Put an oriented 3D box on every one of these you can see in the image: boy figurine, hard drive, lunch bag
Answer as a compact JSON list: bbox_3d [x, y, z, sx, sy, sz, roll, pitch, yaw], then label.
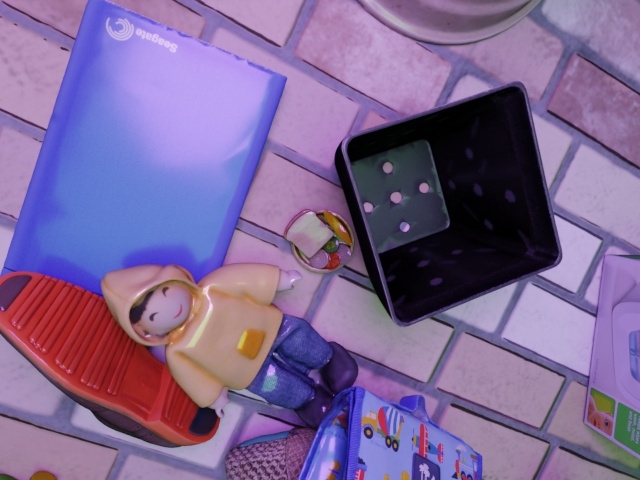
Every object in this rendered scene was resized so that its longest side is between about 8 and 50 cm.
[{"bbox_3d":[-0.087,0.097,0.513,0.285,0.092,0.177,38,83,-31],"label":"boy figurine"},{"bbox_3d":[-0.188,-0.064,0.524,0.210,0.040,0.318,19,93,-14],"label":"hard drive"},{"bbox_3d":[0.070,0.306,0.495,0.221,0.138,0.293,33,57,-27],"label":"lunch bag"}]

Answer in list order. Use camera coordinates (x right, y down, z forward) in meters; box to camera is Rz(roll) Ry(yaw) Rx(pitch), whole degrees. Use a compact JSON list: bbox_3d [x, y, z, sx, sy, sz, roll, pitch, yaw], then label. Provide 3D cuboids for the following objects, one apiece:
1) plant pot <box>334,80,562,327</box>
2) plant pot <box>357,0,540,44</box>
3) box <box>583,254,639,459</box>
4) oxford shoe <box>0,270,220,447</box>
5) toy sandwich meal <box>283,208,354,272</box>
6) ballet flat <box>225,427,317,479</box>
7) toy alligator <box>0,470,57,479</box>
[{"bbox_3d":[0.114,-0.045,0.529,0.188,0.167,0.187,-20,102,-8],"label":"plant pot"},{"bbox_3d":[0.184,-0.385,0.426,0.334,0.305,0.333,-2,98,-12],"label":"plant pot"},{"bbox_3d":[0.483,0.163,0.608,0.127,0.231,0.261,1,98,-13],"label":"box"},{"bbox_3d":[-0.230,0.141,0.496,0.098,0.096,0.271,-26,119,26],"label":"oxford shoe"},{"bbox_3d":[0.000,0.000,0.572,0.086,0.029,0.085,1,98,4],"label":"toy sandwich meal"},{"bbox_3d":[-0.036,0.465,0.591,0.182,0.164,0.482,-7,94,10],"label":"ballet flat"},{"bbox_3d":[-0.289,0.320,0.549,0.190,0.051,0.056,34,90,-15],"label":"toy alligator"}]
